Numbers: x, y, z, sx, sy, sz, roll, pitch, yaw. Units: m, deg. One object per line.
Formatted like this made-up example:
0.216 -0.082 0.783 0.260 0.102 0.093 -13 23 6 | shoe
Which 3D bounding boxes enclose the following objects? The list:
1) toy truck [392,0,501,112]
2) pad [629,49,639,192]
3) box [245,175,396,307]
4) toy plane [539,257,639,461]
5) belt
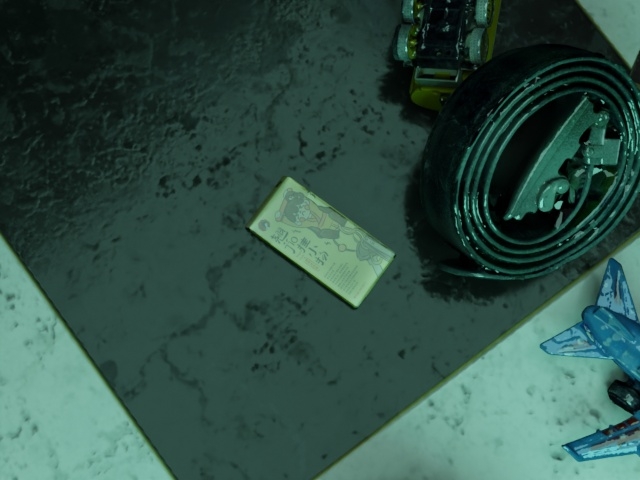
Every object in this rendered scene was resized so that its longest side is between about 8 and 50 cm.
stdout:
0.144 -0.252 1.250 0.098 0.114 0.227 7 79 21 | toy truck
0.431 -0.099 1.288 0.234 0.003 0.158 23 80 2 | pad
0.000 0.000 1.247 0.149 0.020 0.073 35 81 4 | box
0.364 0.148 1.193 0.271 0.105 0.254 40 82 4 | toy plane
0.206 -0.073 1.193 0.267 0.116 0.206 -47 118 -2 | belt
